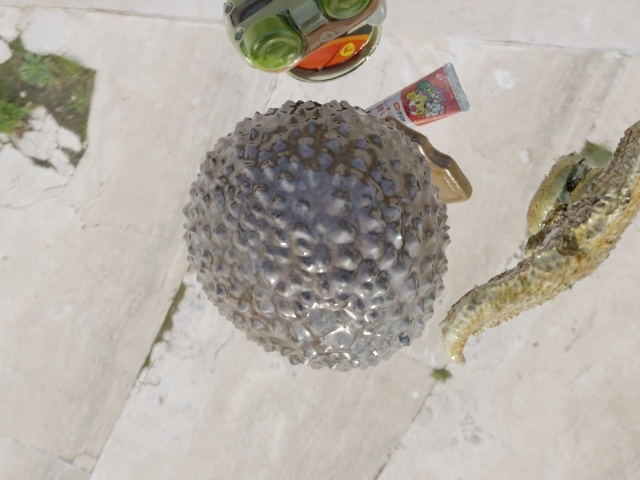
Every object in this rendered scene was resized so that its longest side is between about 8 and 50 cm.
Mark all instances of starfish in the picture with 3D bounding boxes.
[{"bbox_3d":[0.199,-0.014,0.659,0.060,0.299,0.302,44,116,13],"label":"starfish"}]

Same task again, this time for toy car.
[{"bbox_3d":[0.002,-0.303,1.179,0.235,0.235,0.145,-25,62,8],"label":"toy car"}]

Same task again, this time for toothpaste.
[{"bbox_3d":[0.138,-0.224,1.529,0.234,0.057,0.089,-22,101,16],"label":"toothpaste"}]

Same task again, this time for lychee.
[{"bbox_3d":[-0.006,-0.001,0.927,0.300,0.300,0.300,0,107,1],"label":"lychee"}]

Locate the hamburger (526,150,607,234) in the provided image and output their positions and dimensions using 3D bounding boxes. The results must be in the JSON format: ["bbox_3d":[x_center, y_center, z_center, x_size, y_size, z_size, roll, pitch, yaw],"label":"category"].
[{"bbox_3d":[0.460,-0.084,1.613,0.177,0.113,0.186,-31,138,-32],"label":"hamburger"}]

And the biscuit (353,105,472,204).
[{"bbox_3d":[0.121,-0.124,1.323,0.215,0.182,0.034,39,73,-15],"label":"biscuit"}]
